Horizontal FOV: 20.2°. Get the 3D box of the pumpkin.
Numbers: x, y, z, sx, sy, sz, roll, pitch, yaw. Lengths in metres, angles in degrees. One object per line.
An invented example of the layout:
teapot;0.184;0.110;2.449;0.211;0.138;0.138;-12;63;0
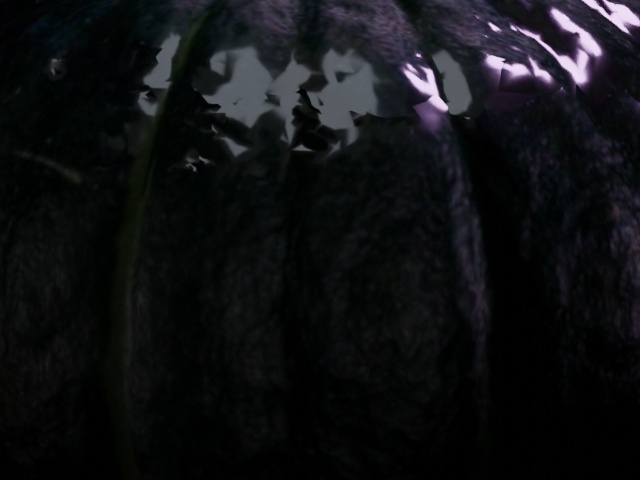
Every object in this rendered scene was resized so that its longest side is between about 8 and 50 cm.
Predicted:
pumpkin;0.000;0.000;0.459;0.220;0.162;0.220;1;25;0
